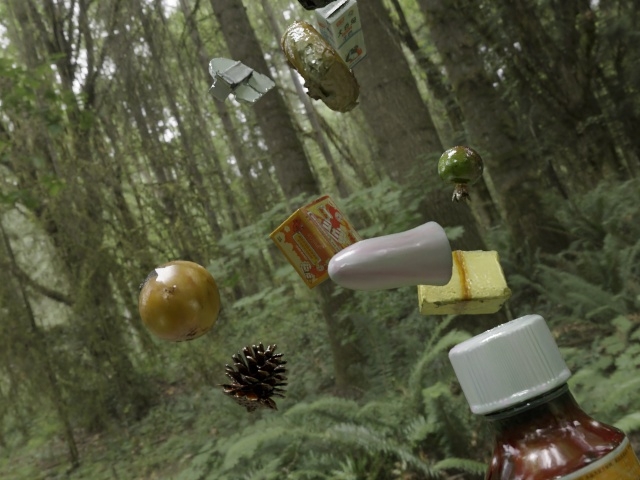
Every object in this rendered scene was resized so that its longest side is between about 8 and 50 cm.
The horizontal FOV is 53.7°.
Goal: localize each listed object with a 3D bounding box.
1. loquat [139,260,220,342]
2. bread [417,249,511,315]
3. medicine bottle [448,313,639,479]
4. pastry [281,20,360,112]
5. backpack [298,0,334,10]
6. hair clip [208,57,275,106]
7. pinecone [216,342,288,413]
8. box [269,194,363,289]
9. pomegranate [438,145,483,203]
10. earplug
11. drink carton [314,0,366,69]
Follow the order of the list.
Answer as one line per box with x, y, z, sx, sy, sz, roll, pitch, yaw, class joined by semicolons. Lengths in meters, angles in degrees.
-0.392;0.171;1.757;0.235;0.235;0.235;-19;-7;-3;loquat
0.427;0.180;1.908;0.263;0.198;0.236;-3;-47;8;bread
0.356;0.325;1.011;0.242;0.395;0.242;-22;-16;-7;medicine bottle
-0.007;-0.428;1.574;0.121;0.236;0.257;-40;-40;9;pastry
-0.002;-0.678;1.548;0.133;0.206;0.258;1;55;50;backpack
-0.183;-0.358;1.389;0.054;0.140;0.220;-58;4;29;hair clip
-0.231;0.494;2.295;0.264;0.264;0.264;-19;-7;-3;pinecone
0.000;0.000;2.576;0.214;0.283;0.259;-41;-5;31;box
0.406;-0.191;1.792;0.129;0.159;0.129;-19;-22;-8;pomegranate
0.165;0.059;1.618;0.301;0.172;0.172;-10;-10;-15;earplug
0.076;-0.767;2.337;0.130;0.106;0.315;-44;-22;-6;drink carton
